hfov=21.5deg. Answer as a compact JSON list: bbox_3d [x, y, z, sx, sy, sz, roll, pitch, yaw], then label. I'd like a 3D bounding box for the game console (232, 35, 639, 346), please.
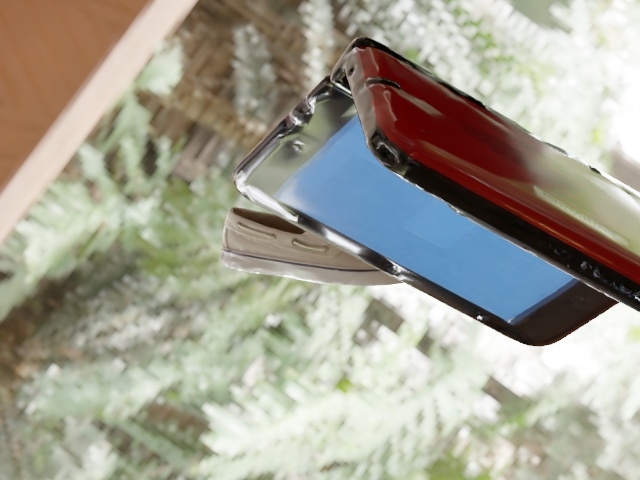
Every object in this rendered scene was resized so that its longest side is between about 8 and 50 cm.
[{"bbox_3d":[0.052,0.006,0.556,0.085,0.144,0.124,-56,-161,20],"label":"game console"}]

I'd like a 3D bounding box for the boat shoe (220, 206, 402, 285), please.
[{"bbox_3d":[0.000,0.000,0.832,0.035,0.100,0.035,-47,143,-71],"label":"boat shoe"}]
